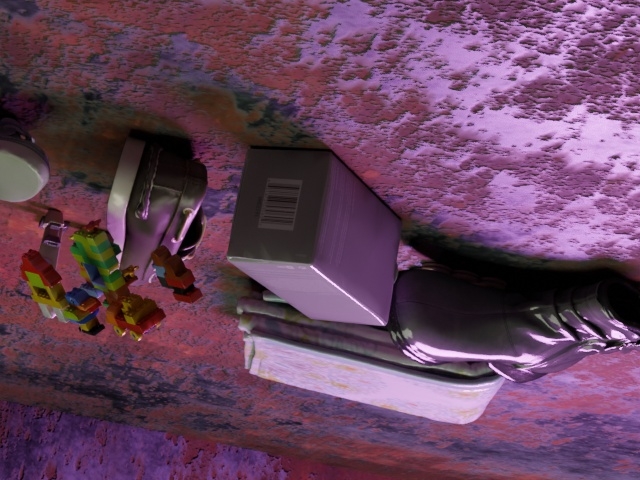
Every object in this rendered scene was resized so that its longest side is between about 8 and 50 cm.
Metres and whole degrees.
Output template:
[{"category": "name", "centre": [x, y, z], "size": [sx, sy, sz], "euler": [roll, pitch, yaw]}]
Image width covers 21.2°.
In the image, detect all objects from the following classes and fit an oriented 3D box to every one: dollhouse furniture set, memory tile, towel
[{"category": "dollhouse furniture set", "centre": [-0.302, 0.020, 2.149], "size": [0.114, 0.081, 0.091], "euler": [14, 165, -14]}, {"category": "memory tile", "centre": [0.155, 0.056, 2.127], "size": [0.113, 0.012, 0.148], "euler": [15, 165, -17]}, {"category": "towel", "centre": [0.067, 0.163, 2.405], "size": [0.374, 0.090, 0.320], "euler": [14, 166, 2]}]

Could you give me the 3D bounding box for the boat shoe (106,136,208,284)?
[{"category": "boat shoe", "centre": [-0.176, -0.018, 1.875], "size": [0.097, 0.116, 0.324], "euler": [13, 159, -1]}]

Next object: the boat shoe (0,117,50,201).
[{"category": "boat shoe", "centre": [-0.344, -0.094, 1.774], "size": [0.227, 0.081, 0.079], "euler": [1, 137, 48]}]

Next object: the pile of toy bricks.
[{"category": "pile of toy bricks", "centre": [-0.224, 0.026, 1.766], "size": [0.212, 0.118, 0.105], "euler": [10, 130, 51]}]

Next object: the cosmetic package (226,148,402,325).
[{"category": "cosmetic package", "centre": [0.000, 0.000, 1.800], "size": [0.107, 0.127, 0.238], "euler": [4, 162, 20]}]

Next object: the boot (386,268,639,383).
[{"category": "boot", "centre": [0.248, 0.081, 1.999], "size": [0.223, 0.118, 0.338], "euler": [-16, 161, 39]}]
